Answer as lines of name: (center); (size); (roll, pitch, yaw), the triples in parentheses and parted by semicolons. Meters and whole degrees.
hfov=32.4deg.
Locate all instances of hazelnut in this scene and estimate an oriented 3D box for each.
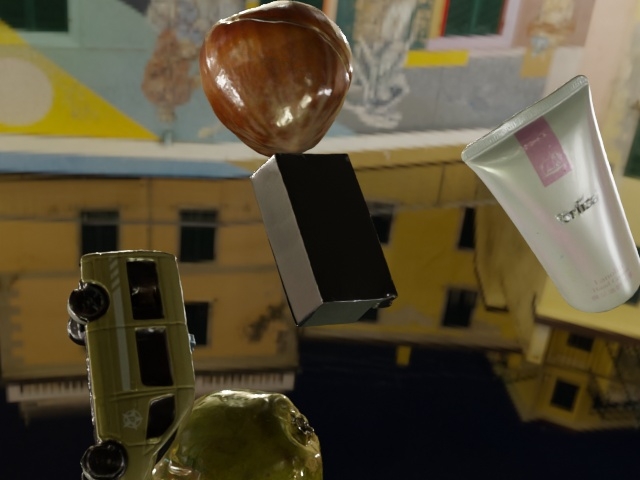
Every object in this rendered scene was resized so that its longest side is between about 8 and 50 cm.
hazelnut: (-0.053, -0.181, 1.222); (0.182, 0.182, 0.182); (5, -147, -3)

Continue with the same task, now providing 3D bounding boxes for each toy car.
toy car: (-0.183, 0.139, 1.097); (0.124, 0.101, 0.256); (-6, -111, -14)

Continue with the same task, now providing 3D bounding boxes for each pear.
pear: (-0.128, 0.348, 1.550); (0.269, 0.321, 0.269); (34, -144, -30)

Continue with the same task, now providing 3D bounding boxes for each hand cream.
hand cream: (0.333, -0.045, 1.484); (0.185, 0.358, 0.118); (-32, -141, 5)

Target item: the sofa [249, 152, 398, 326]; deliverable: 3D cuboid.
sofa: (0.000, 0.000, 0.949); (0.085, 0.060, 0.147); (-4, -115, -35)
